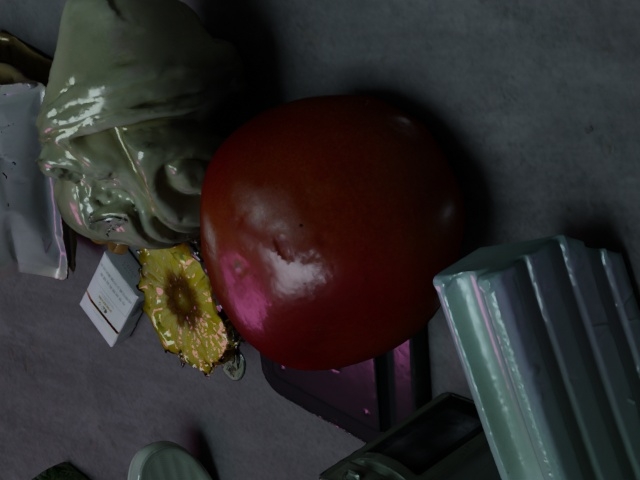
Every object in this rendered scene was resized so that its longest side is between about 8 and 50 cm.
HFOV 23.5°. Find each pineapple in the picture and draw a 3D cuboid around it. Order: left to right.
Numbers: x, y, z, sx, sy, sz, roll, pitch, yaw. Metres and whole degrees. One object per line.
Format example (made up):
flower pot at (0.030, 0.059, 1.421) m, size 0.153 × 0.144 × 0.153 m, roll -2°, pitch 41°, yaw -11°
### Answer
pineapple at (-0.155, 0.069, 1.970) m, size 0.225 × 0.076 × 0.225 m, roll 31°, pitch 134°, yaw 40°

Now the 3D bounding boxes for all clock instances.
clock at (0.013, 0.109, 1.813) m, size 0.273 × 0.049 × 0.279 m, roll 23°, pitch 130°, yaw 41°

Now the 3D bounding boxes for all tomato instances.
tomato at (0.000, 0.000, 1.576) m, size 0.298 × 0.226 × 0.299 m, roll 16°, pitch 115°, yaw 38°

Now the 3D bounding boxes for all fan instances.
fan at (-0.127, 0.159, 2.061) m, size 0.080 × 0.003 × 0.060 m, roll 25°, pitch 131°, yaw 39°

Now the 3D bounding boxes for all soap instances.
soap at (0.230, 0.132, 1.450) m, size 0.095 × 0.173 × 0.290 m, roll -3°, pitch 111°, yaw 53°

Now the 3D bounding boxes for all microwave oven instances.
microwave oven at (0.113, 0.282, 1.674) m, size 0.129 × 0.205 × 0.163 m, roll 17°, pitch 125°, yaw 44°

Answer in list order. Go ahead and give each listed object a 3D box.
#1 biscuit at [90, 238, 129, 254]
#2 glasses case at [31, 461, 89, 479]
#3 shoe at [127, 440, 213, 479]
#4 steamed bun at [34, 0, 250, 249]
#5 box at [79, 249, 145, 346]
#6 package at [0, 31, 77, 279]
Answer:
biscuit at (-0.270, -0.045, 2.041) m, size 0.184 × 0.027 × 0.133 m, roll -26°, pitch 65°, yaw 55°
glasses case at (-0.364, 0.459, 2.487) m, size 0.272 × 0.095 × 0.062 m, roll 29°, pitch 129°, yaw 37°
shoe at (-0.236, 0.420, 2.280) m, size 0.160 × 0.131 × 0.363 m, roll 28°, pitch 137°, yaw 44°
steamed bun at (-0.179, -0.126, 1.706) m, size 0.206 × 0.275 × 0.320 m, roll 15°, pitch 165°, yaw 18°
box at (-0.288, 0.079, 2.177) m, size 0.084 × 0.040 × 0.154 m, roll 50°, pitch 144°, yaw 11°
package at (-0.403, -0.106, 2.128) m, size 0.165 × 0.221 × 0.311 m, roll 2°, pitch 121°, yaw 6°
